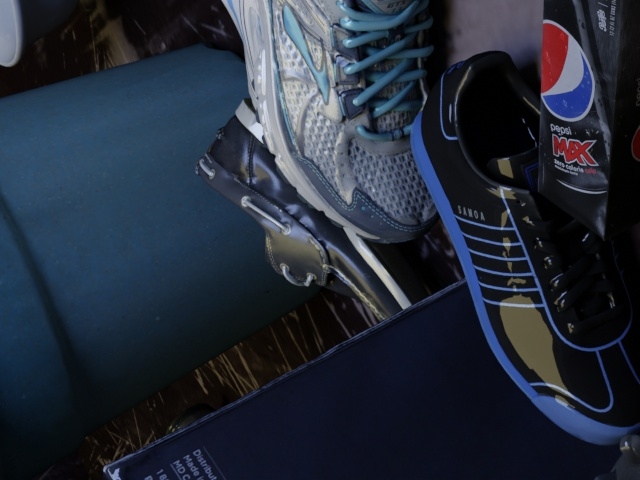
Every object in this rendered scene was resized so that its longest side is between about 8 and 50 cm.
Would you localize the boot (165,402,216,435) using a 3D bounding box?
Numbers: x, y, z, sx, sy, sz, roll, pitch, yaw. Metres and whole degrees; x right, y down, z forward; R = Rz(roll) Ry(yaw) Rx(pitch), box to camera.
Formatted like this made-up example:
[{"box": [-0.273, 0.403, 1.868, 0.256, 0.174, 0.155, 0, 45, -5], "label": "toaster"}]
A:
[{"box": [-0.098, 0.318, 1.549, 0.161, 0.083, 0.246, 34, 149, 40], "label": "boot"}]

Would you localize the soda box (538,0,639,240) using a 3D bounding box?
[{"box": [0.142, -0.086, 0.599, 0.053, 0.060, 0.169, 43, 150, 44], "label": "soda box"}]

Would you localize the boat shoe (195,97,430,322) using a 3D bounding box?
[{"box": [0.000, 0.000, 0.935, 0.233, 0.079, 0.084, 48, -168, 16], "label": "boat shoe"}]

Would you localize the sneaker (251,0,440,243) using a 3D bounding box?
[{"box": [0.016, -0.129, 0.775, 0.122, 0.110, 0.283, -2, 111, 62], "label": "sneaker"}]

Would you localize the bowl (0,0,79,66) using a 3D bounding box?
[{"box": [-0.303, -0.331, 1.236, 0.298, 0.134, 0.297, 47, 151, 36], "label": "bowl"}]

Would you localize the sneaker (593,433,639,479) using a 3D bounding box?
[{"box": [0.229, 0.233, 0.673, 0.097, 0.135, 0.276, 140, 121, -63], "label": "sneaker"}]

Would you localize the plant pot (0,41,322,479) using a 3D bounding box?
[{"box": [-0.195, 0.003, 1.079, 0.341, 0.334, 0.341, 49, 153, 35], "label": "plant pot"}]

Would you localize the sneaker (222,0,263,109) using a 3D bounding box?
[{"box": [-0.033, -0.180, 0.864, 0.086, 0.085, 0.237, -6, 118, 39], "label": "sneaker"}]

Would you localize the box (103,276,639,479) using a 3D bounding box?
[{"box": [0.030, 0.210, 0.845, 0.182, 0.294, 0.296, 51, 154, 25], "label": "box"}]

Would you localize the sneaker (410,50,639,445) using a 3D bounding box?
[{"box": [0.124, 0.003, 0.705, 0.232, 0.081, 0.090, 61, 162, 11], "label": "sneaker"}]
